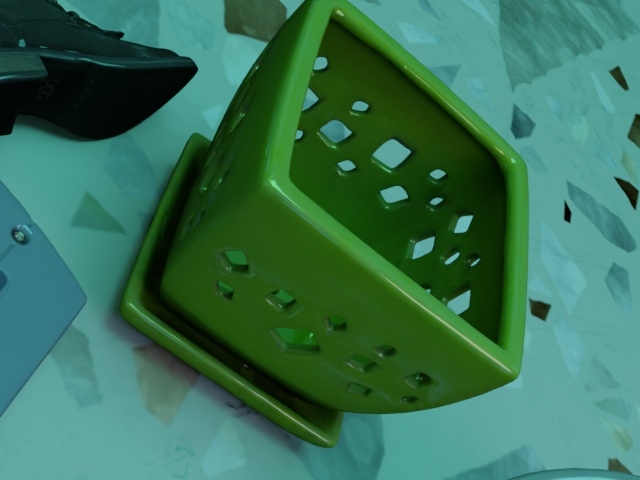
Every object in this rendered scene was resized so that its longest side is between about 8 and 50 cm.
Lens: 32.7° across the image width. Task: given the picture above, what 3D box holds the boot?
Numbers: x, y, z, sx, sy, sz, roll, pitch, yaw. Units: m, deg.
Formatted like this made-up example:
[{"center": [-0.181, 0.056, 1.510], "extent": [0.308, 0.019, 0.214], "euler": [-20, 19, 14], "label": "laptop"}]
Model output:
[{"center": [-0.225, -0.189, 0.788], "extent": [0.263, 0.091, 0.229], "euler": [-9, 65, -54], "label": "boot"}]

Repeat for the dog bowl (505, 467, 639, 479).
[{"center": [0.191, 0.298, 0.698], "extent": [0.349, 0.102, 0.348], "euler": [5, 41, -5], "label": "dog bowl"}]

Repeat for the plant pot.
[{"center": [0.000, 0.000, 0.785], "extent": [0.228, 0.207, 0.227], "euler": [37, 39, -22], "label": "plant pot"}]

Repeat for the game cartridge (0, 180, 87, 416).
[{"center": [-0.280, -0.013, 0.616], "extent": [0.294, 0.060, 0.196], "euler": [45, 41, -13], "label": "game cartridge"}]
